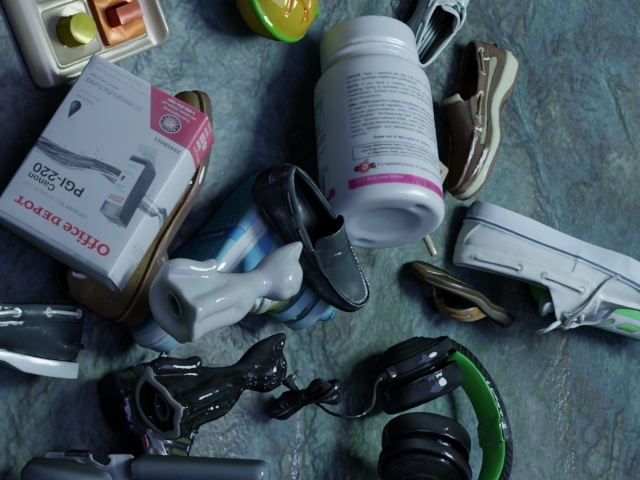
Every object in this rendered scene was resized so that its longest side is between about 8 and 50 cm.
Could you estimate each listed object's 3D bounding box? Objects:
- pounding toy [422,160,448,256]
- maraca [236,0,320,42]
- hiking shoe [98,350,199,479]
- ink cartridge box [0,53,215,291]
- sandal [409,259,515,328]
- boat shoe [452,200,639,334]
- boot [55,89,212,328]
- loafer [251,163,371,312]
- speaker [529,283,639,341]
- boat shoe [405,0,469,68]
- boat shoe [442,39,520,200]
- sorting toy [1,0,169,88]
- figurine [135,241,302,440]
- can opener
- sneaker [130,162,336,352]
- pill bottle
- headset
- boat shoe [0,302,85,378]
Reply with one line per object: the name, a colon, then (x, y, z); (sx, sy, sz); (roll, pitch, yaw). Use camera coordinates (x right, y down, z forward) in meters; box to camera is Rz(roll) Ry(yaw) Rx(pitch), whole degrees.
pounding toy: (0.118, -0.068, 1.709); (0.130, 0.100, 0.141); (39, 66, -32)
maraca: (-0.050, -0.328, 1.579); (0.127, 0.099, 0.186); (64, 29, -15)
hiking shoe: (-0.182, 0.250, 1.461); (0.114, 0.086, 0.227); (-26, 105, -34)
ink cartridge box: (-0.242, -0.075, 1.348); (0.158, 0.092, 0.218); (29, 79, 5)
sandal: (0.212, 0.095, 1.813); (0.219, 0.090, 0.060); (32, 91, -43)
boat shoe: (0.369, 0.077, 1.800); (0.367, 0.136, 0.156); (23, 85, 8)
boot: (-0.219, -0.056, 1.430); (0.115, 0.112, 0.305); (26, 75, -26)
loafer: (0.000, 0.000, 1.480); (0.223, 0.078, 0.076); (55, 49, -21)
speaker: (0.485, 0.090, 2.000); (0.296, 0.131, 0.131); (17, 78, -38)
boat shoe: (0.183, -0.331, 1.772); (0.083, 0.075, 0.226); (42, 69, -33)
boat shoe: (0.222, -0.188, 1.816); (0.095, 0.095, 0.257); (26, 66, -22)
sorting toy: (-0.278, -0.293, 1.414); (0.196, 0.047, 0.348); (-30, 108, -36)
figurine: (-0.104, 0.108, 1.407); (0.209, 0.092, 0.215); (-15, 126, -44)
can opener: (-0.197, 0.286, 1.362); (0.280, 0.093, 0.074); (1, 97, 3)
sneaker: (-0.084, 0.072, 1.522); (0.319, 0.127, 0.208); (-48, 117, -29)
pill bottle: (0.073, -0.147, 1.591); (0.160, 0.160, 0.283); (19, 57, -38)
headset: (0.117, 0.252, 1.680); (0.394, 0.185, 0.243); (22, 52, -44)
boat shoe: (-0.386, 0.085, 1.283); (0.302, 0.114, 0.091); (19, 78, -51)
